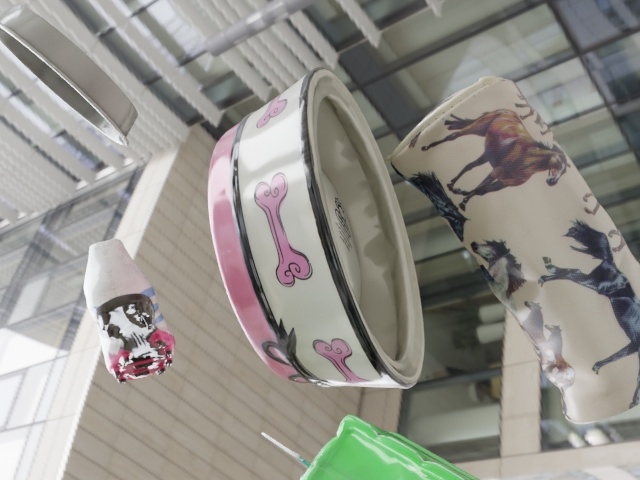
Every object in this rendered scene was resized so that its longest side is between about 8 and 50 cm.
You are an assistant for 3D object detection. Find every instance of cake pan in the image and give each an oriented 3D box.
[{"bbox_3d":[-0.409,-0.270,1.299,0.054,0.293,0.293,-50,-57,-9],"label":"cake pan"}]

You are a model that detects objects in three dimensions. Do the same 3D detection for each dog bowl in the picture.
[{"bbox_3d":[0.000,0.000,1.020,0.408,0.150,0.408,-17,-90,-73],"label":"dog bowl"}]

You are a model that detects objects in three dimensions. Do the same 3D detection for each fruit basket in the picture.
[{"bbox_3d":[0.126,0.323,0.727,0.165,0.327,0.353,-48,-49,-21],"label":"fruit basket"}]

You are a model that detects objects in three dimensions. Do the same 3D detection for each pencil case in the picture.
[{"bbox_3d":[0.248,0.018,0.911,0.160,0.183,0.410,-34,-90,-25],"label":"pencil case"}]

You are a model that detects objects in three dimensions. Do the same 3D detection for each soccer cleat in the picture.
[{"bbox_3d":[-0.299,0.113,1.265,0.116,0.331,0.143,-14,-117,-14],"label":"soccer cleat"}]
